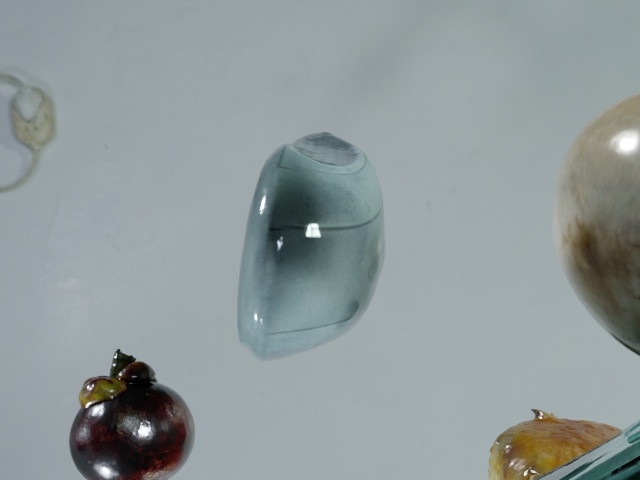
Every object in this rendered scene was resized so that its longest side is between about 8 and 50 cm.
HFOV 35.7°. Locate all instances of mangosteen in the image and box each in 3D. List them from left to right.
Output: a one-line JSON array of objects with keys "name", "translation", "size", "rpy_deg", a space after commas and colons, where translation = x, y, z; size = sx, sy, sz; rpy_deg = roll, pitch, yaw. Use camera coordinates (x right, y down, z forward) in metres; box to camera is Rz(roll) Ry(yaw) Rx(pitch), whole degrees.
[{"name": "mangosteen", "translation": [-0.186, 0.174, 0.967], "size": [0.140, 0.140, 0.140], "rpy_deg": [0, 76, -1]}]

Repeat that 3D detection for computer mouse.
[{"name": "computer mouse", "translation": [0.000, 0.000, 0.947], "size": [0.122, 0.371, 0.188], "rpy_deg": [9, 103, 0]}]

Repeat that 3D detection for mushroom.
[{"name": "mushroom", "translation": [0.276, -0.008, 0.719], "size": [0.226, 0.226, 0.178], "rpy_deg": [40, 64, 8]}]

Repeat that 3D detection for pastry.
[{"name": "pastry", "translation": [0.300, 0.278, 1.159], "size": [0.218, 0.229, 0.100], "rpy_deg": [17, 105, 44]}]

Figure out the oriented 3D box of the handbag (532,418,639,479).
[{"name": "handbag", "translation": [0.178, 0.205, 0.682], "size": [0.274, 0.269, 0.100], "rpy_deg": [-32, 75, 5]}]
